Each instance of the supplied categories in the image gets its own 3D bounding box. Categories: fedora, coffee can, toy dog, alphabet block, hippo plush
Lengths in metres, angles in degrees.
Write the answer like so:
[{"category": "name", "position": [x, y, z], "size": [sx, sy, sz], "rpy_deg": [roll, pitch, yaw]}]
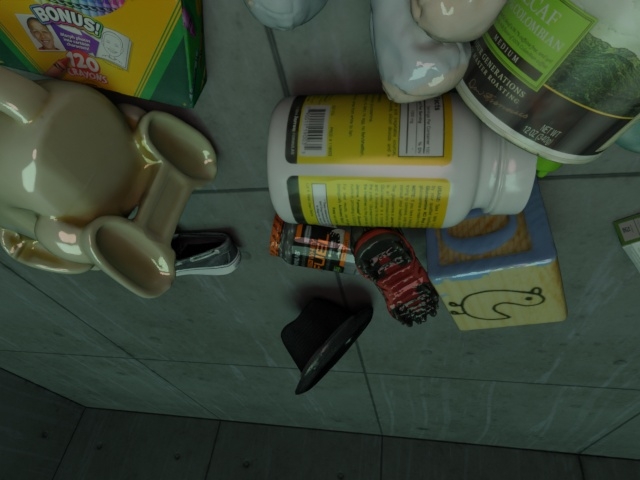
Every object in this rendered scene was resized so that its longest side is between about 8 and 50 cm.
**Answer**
[{"category": "fedora", "position": [-0.003, 0.254, 1.091], "size": [0.153, 0.334, 0.333], "rpy_deg": [42, 146, 16]}, {"category": "coffee can", "position": [0.281, -0.235, 0.365], "size": [0.202, 0.201, 0.275], "rpy_deg": [16, 143, -9]}, {"category": "toy dog", "position": [-0.449, -0.084, 0.641], "size": [0.409, 0.284, 0.395], "rpy_deg": [2, 164, 28]}, {"category": "alphabet block", "position": [0.305, 0.025, 0.717], "size": [0.193, 0.193, 0.197], "rpy_deg": [-12, 138, 29]}, {"category": "hippo plush", "position": [0.028, -0.266, 0.351], "size": [0.237, 0.234, 0.294], "rpy_deg": [10, 144, -2]}]

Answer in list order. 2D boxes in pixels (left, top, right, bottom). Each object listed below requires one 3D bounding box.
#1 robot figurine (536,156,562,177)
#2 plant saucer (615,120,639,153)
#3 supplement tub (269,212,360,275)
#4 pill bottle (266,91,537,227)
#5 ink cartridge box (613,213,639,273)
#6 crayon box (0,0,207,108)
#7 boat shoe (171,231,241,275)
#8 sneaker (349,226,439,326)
[{"category": "robot figurine", "position": [0.333, -0.146, 0.584], "size": [0.101, 0.067, 0.115], "rpy_deg": [15, 144, 5]}, {"category": "plant saucer", "position": [0.497, -0.177, 0.535], "size": [0.195, 0.037, 0.194], "rpy_deg": [6, 144, 5]}, {"category": "supplement tub", "position": [0.000, 0.000, 0.810], "size": [0.191, 0.116, 0.116], "rpy_deg": [9, 143, 0]}, {"category": "pill bottle", "position": [0.107, -0.111, 0.579], "size": [0.335, 0.187, 0.187], "rpy_deg": [3, 143, 10]}, {"category": "ink cartridge box", "position": [0.643, -0.020, 0.692], "size": [0.209, 0.062, 0.109], "rpy_deg": [-27, 130, 38]}, {"category": "crayon box", "position": [-0.294, -0.288, 0.517], "size": [0.279, 0.081, 0.165], "rpy_deg": [12, 144, -4]}, {"category": "boat shoe", "position": [-0.339, 0.028, 0.931], "size": [0.302, 0.108, 0.102], "rpy_deg": [-2, 142, 10]}, {"category": "sneaker", "position": [0.129, 0.048, 0.716], "size": [0.098, 0.135, 0.276], "rpy_deg": [-30, 131, 9]}]
